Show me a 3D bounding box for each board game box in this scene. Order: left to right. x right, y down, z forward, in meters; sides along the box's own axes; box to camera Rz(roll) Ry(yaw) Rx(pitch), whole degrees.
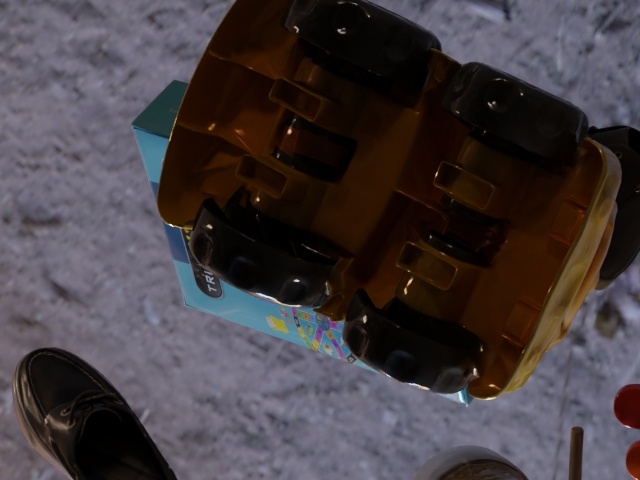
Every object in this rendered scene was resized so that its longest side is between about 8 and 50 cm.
[{"bbox_3d":[0.000,0.000,1.588,0.336,0.079,0.253,18,141,27],"label":"board game box"}]

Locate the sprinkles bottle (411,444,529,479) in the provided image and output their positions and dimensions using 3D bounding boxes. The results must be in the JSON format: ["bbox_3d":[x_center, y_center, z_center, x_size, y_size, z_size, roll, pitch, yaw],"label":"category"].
[{"bbox_3d":[0.178,0.279,1.397,0.121,0.355,0.121,-3,101,-15],"label":"sprinkles bottle"}]

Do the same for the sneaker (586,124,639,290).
[{"bbox_3d":[0.170,-0.068,1.291,0.222,0.083,0.118,33,119,-8],"label":"sneaker"}]

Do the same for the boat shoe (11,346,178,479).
[{"bbox_3d":[-0.160,0.150,1.213,0.228,0.080,0.076,55,153,33],"label":"boat shoe"}]

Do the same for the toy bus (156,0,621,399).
[{"bbox_3d":[0.064,-0.020,0.837,0.220,0.211,0.149,30,100,31],"label":"toy bus"}]

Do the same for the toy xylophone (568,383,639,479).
[{"bbox_3d":[0.331,0.243,1.463,0.236,0.081,0.322,10,108,11],"label":"toy xylophone"}]
